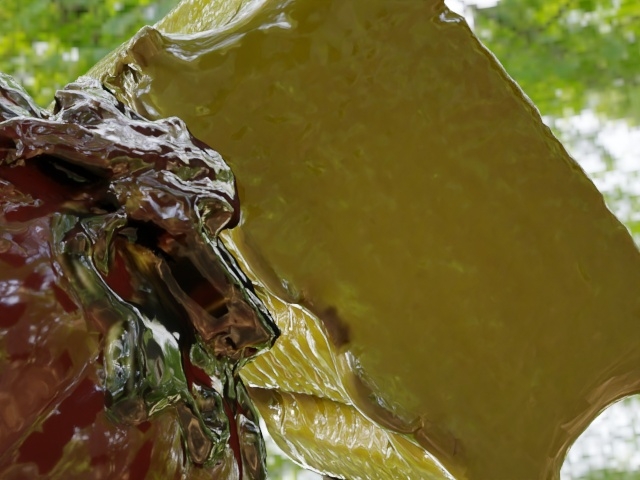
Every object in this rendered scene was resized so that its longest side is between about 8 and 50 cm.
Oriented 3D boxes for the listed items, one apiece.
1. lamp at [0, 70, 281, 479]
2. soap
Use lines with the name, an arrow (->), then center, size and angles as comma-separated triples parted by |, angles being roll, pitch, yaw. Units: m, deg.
lamp -> -0.108, 0.043, 0.445 | 0.226, 0.227, 0.227 | -4, -24, -2
soap -> 0.000, 0.000, 0.831 | 0.293, 0.156, 0.335 | 48, -15, -9
